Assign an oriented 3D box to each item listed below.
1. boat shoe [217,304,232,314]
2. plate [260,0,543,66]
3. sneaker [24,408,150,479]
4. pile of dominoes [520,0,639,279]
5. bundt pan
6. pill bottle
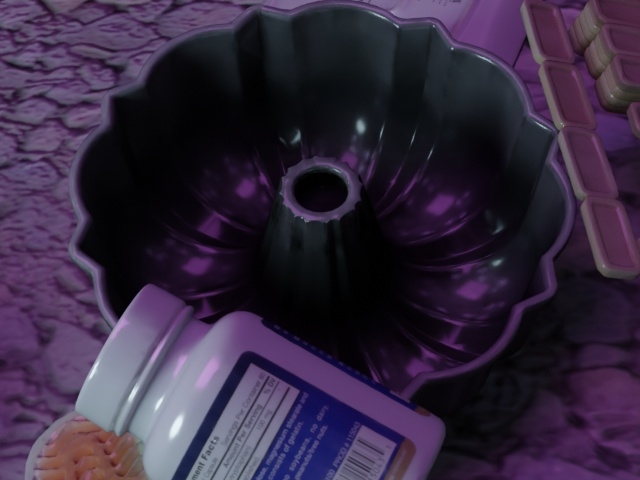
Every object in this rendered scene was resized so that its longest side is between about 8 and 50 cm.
[{"bbox_3d":[-0.063,0.054,1.254,0.170,0.059,0.063,18,50,38],"label":"boat shoe"},{"bbox_3d":[0.051,-0.200,1.532,0.278,0.045,0.277,2,42,27],"label":"plate"},{"bbox_3d":[-0.091,0.225,1.001,0.108,0.121,0.302,-24,38,2],"label":"sneaker"},{"bbox_3d":[0.236,-0.060,1.186,0.196,0.040,0.251,6,51,-21],"label":"pile of dominoes"},{"bbox_3d":[0.000,0.000,1.180,0.330,0.124,0.331,0,56,0],"label":"bundt pan"},{"bbox_3d":[-0.035,0.105,0.984,0.186,0.112,0.112,30,51,3],"label":"pill bottle"}]
